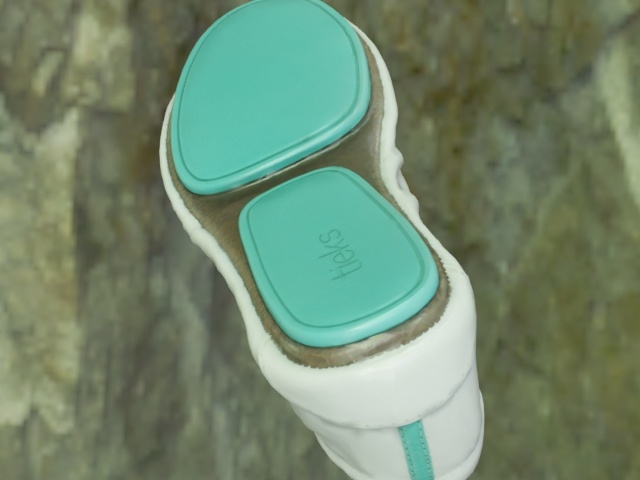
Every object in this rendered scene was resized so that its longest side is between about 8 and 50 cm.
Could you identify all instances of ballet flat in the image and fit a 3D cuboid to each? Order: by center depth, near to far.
[{"bbox_3d":[0.000,0.000,0.944,0.400,0.139,0.139,-111,21,-60],"label":"ballet flat"}]
